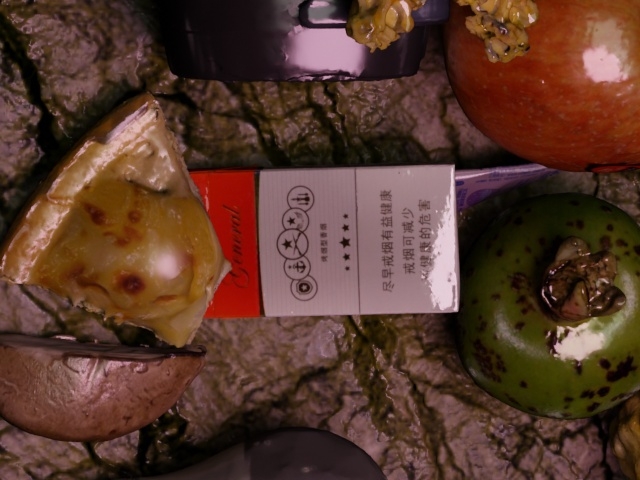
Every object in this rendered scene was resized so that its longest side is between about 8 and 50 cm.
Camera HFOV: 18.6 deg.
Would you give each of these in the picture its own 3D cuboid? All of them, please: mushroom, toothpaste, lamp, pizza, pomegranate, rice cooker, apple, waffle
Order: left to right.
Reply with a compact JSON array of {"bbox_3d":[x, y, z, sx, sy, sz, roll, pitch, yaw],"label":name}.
[{"bbox_3d":[-0.202,0.129,1.710,0.210,0.072,0.094,7,104,-22],"label":"mushroom"},{"bbox_3d":[-0.156,-0.018,1.680,0.188,0.080,0.204,29,91,-8],"label":"pizza"},{"bbox_3d":[-0.084,0.242,1.744,0.314,0.182,0.181,13,93,7],"label":"lamp"},{"bbox_3d":[-0.018,-0.245,1.632,0.267,0.267,0.224,-3,98,-20],"label":"rice cooker"},{"bbox_3d":[0.097,-0.205,1.527,0.194,0.051,0.149,-14,99,-37],"label":"waffle"},{"bbox_3d":[0.123,-0.048,1.809,0.301,0.075,0.048,-13,73,-15],"label":"toothpaste"},{"bbox_3d":[0.220,0.054,1.768,0.211,0.263,0.211,-1,78,5],"label":"pomegranate"},{"bbox_3d":[0.263,-0.191,1.716,0.309,0.250,0.277,-29,128,-45],"label":"apple"}]

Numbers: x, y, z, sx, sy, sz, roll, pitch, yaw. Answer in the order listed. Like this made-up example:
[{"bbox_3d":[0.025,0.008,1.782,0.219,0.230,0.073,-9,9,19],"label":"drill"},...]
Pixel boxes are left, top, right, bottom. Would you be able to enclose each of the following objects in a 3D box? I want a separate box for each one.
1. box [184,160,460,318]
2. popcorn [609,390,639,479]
[{"bbox_3d":[0.000,0.000,1.739,0.245,0.035,0.139,-3,99,4],"label":"box"},{"bbox_3d":[0.385,0.182,1.852,0.250,0.235,0.241,59,46,-34],"label":"popcorn"}]
